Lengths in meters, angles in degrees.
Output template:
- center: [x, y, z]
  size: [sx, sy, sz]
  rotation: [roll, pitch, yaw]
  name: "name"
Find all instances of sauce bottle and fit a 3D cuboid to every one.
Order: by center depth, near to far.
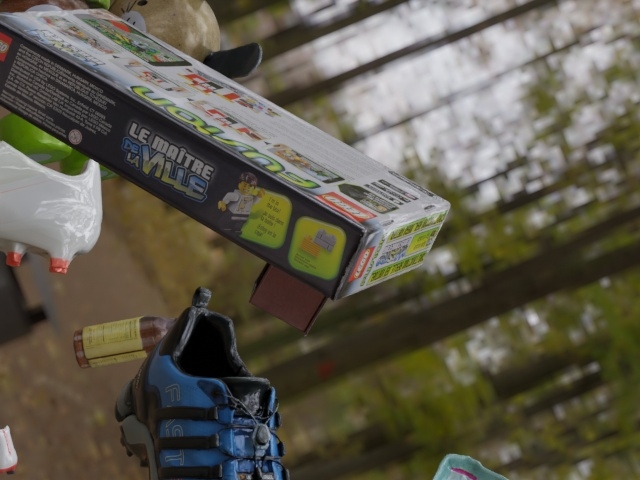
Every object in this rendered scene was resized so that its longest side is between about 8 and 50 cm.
- center: [-0.171, 0.094, 1.911]
  size: [0.042, 0.128, 0.042]
  rotation: [-9, 90, -86]
  name: "sauce bottle"

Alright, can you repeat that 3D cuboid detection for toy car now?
- center: [-0.130, -0.142, 1.407]
  size: [0.149, 0.188, 0.155]
  rotation: [16, 63, -63]
  name: "toy car"

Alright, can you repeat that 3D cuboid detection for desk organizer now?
- center: [0.000, 0.000, 1.488]
  size: [0.050, 0.130, 0.047]
  rotation: [29, 18, -6]
  name: "desk organizer"

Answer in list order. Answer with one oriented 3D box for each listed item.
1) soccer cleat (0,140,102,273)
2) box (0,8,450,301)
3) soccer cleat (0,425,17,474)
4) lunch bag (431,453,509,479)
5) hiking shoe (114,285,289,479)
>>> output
- center: [-0.227, -0.032, 1.191]
  size: [0.068, 0.196, 0.076]
  rotation: [157, -57, -74]
  name: "soccer cleat"
- center: [-0.052, -0.045, 0.919]
  size: [0.207, 0.036, 0.114]
  rotation: [30, 18, 17]
  name: "box"
- center: [-0.215, 0.119, 1.189]
  size: [0.029, 0.083, 0.036]
  rotation: [-25, 118, -52]
  name: "soccer cleat"
- center: [0.078, 0.311, 1.311]
  size: [0.160, 0.262, 0.223]
  rotation: [23, -32, 10]
  name: "lunch bag"
- center: [-0.079, 0.174, 1.599]
  size: [0.304, 0.113, 0.132]
  rotation: [53, -53, 43]
  name: "hiking shoe"
